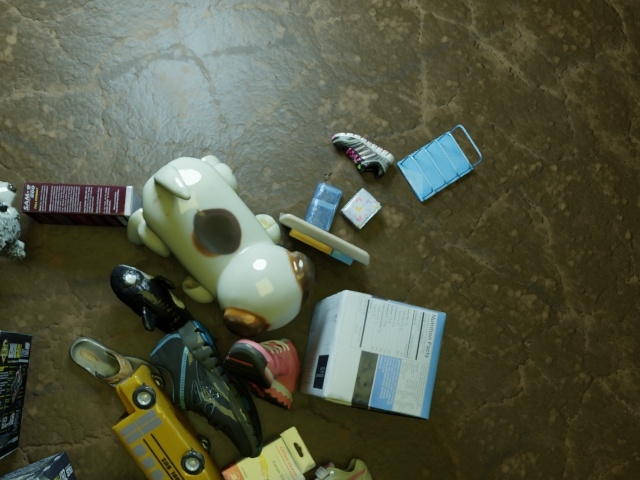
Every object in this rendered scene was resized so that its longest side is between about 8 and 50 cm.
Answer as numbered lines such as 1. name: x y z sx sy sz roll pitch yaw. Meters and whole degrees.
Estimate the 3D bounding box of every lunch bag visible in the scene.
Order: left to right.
1. lunch bag: 0.102 -0.079 1.824 0.071 0.053 0.083 43 87 1

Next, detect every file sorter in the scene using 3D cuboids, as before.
1. file sorter: 0.306 -0.199 1.851 0.170 0.104 0.118 -32 88 -13

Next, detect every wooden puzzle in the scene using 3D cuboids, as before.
1. wooden puzzle: 0.000 0.000 1.700 0.220 0.238 0.044 27 89 -5

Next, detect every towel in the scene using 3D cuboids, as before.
1. towel: 0.006 -0.081 1.819 0.067 0.029 0.120 21 79 -5

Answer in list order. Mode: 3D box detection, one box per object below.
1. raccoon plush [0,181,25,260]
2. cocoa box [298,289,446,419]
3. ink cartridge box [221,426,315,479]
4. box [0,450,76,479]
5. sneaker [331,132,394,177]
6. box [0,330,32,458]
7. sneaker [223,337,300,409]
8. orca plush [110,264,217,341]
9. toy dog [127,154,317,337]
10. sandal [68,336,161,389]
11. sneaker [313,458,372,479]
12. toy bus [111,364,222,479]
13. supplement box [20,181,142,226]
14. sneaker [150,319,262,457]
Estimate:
1. raccoon plush: -0.849 0.003 1.587 0.446 0.216 0.299 -41 84 16
2. cocoa box: 0.104 0.256 1.620 0.227 0.347 0.232 13 79 -8
3. ink cartridge box: -0.116 0.528 1.683 0.198 0.067 0.115 -29 86 -13
4. box: -0.709 0.555 1.450 0.394 0.318 0.097 -20 85 -13
5. sneaker: 0.101 -0.211 1.838 0.170 0.063 0.075 25 72 -10
6. box: -0.671 0.314 1.492 0.079 0.322 0.257 4 81 -11
7. sneaker: -0.119 0.265 1.627 0.115 0.314 0.136 17 66 21
8. orca plush: -0.373 0.183 1.650 0.287 0.151 0.102 57 32 -24
9. toy dog: -0.189 0.014 1.597 0.284 0.395 0.408 -39 81 -22
10. sandal: -0.471 0.286 1.663 0.219 0.060 0.090 30 78 -4
11. sneaker: 0.009 0.575 1.687 0.252 0.103 0.111 -13 82 -20
12. toy bus: -0.344 0.444 1.611 0.130 0.108 0.333 -35 95 3
13. supplement box: -0.539 -0.080 1.663 0.239 0.130 0.073 2 79 -4
14. sneaker: -0.247 0.348 1.632 0.139 0.125 0.341 -31 92 1
